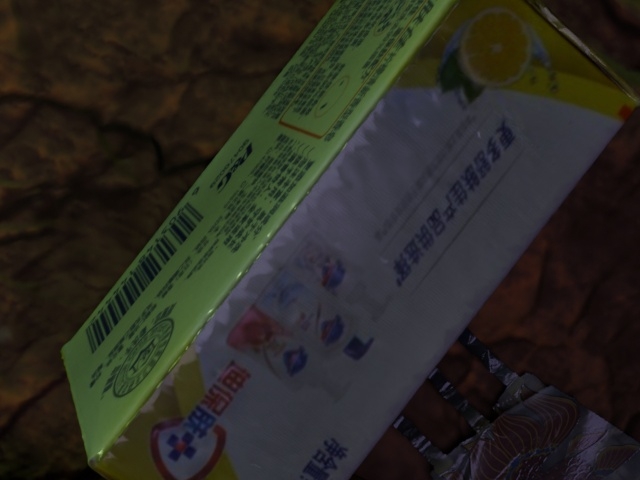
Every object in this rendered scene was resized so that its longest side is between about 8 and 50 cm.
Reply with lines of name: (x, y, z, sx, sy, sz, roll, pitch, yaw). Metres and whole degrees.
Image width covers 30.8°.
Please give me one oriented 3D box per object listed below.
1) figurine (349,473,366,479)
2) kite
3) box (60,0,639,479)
figurine: (-0.007, 0.207, 0.595, 0.121, 0.122, 0.176, 26, 86, -50)
kite: (0.090, 0.112, 0.660, 0.229, 0.016, 0.127, 43, 85, -17)
box: (0.000, 0.000, 0.540, 0.097, 0.168, 0.265, 38, 88, -20)
